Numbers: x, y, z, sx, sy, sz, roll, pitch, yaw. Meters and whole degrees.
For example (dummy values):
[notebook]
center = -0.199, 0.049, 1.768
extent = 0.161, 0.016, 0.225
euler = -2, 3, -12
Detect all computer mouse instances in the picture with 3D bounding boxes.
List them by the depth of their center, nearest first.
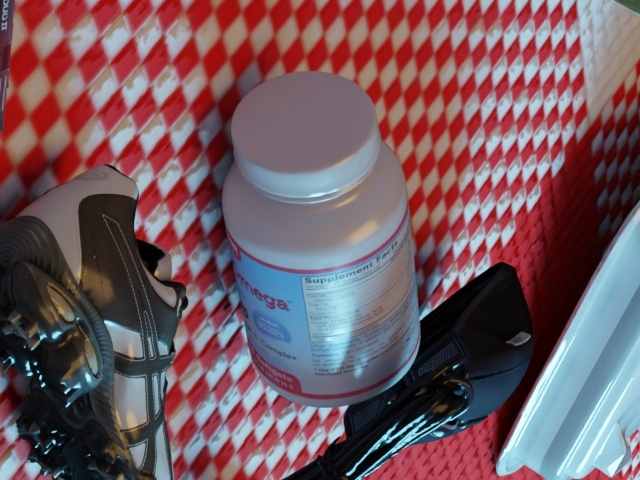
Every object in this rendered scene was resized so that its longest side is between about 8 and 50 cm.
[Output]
[computer mouse]
center = 0.039, 0.106, 1.045
extent = 0.184, 0.060, 0.262
euler = -40, -179, 18

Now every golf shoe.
[golf shoe]
center = -0.085, 0.052, 0.814
extent = 0.094, 0.077, 0.198
euler = -50, 151, -28

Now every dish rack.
[dish rack]
center = 0.274, 0.036, 1.385
extent = 0.333, 0.072, 0.285
euler = -30, 149, -50

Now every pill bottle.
[pill bottle]
center = 0.000, 0.000, 0.910
extent = 0.087, 0.087, 0.160
euler = -48, 148, -31

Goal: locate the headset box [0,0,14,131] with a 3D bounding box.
[headset box]
center = -0.141, -0.062, 0.666
extent = 0.083, 0.032, 0.062
euler = -29, 137, -51

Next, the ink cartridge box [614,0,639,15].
[ink cartridge box]
center = 0.242, -0.238, 1.086
extent = 0.154, 0.093, 0.212
euler = -2, 116, -28
